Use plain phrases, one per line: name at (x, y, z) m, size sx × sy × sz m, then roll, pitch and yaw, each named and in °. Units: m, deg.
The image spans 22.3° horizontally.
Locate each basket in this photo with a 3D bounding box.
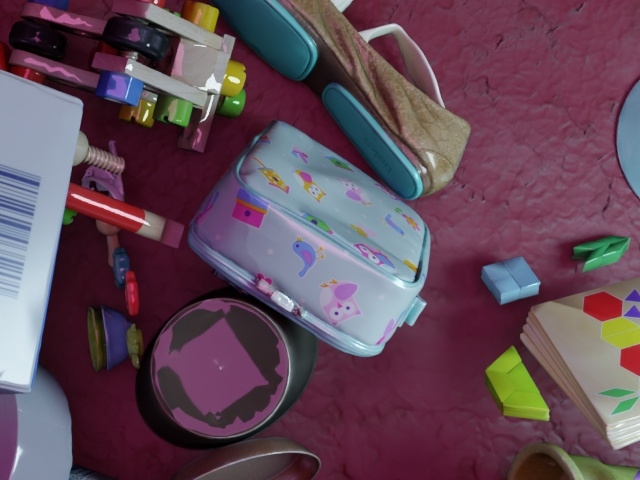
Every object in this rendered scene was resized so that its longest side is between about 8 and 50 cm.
basket at (-0.092, 0.121, 1.567) m, size 0.204 × 0.227 × 0.154 m, roll -34°, pitch 88°, yaw -5°

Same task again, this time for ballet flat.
ballet flat at (0.026, -0.196, 1.662) m, size 0.342 × 0.116 × 0.124 m, roll 45°, pitch 66°, yaw 1°

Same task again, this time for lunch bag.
lunch bag at (0.000, 0.000, 1.552) m, size 0.224 × 0.279 × 0.108 m, roll 36°, pitch 108°, yaw -3°

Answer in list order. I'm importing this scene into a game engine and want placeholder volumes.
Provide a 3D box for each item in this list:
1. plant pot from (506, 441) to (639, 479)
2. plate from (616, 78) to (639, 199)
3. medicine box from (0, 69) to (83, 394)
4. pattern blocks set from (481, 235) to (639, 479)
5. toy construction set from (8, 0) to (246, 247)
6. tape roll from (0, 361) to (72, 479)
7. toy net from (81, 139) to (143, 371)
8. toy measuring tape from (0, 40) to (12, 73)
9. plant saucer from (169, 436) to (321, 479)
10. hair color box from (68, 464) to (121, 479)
plant pot at (0.337, 0.326, 1.567) m, size 0.254 × 0.276 × 0.276 m, roll -2°, pitch 86°, yaw -13°
plate at (0.405, -0.107, 1.702) m, size 0.188 × 0.024 × 0.188 m, roll 0°, pitch 85°, yaw -1°
medicine box at (-0.365, -0.004, 1.429) m, size 0.149 × 0.289 × 0.263 m, roll 18°, pitch 74°, yaw -39°
pattern blocks set at (0.299, 0.116, 1.577) m, size 0.285 × 0.026 × 0.325 m, roll -8°, pitch 44°, yaw -8°
toy construction set at (-0.152, -0.131, 1.552) m, size 0.237 × 0.257 × 0.309 m, roll 22°, pitch 57°, yaw -35°
tape roll at (-0.333, 0.205, 1.520) m, size 0.219 × 0.072 × 0.219 m, roll -14°, pitch 65°, yaw 34°
toy net at (-0.214, 0.014, 1.624) m, size 0.045 × 0.122 × 0.232 m, roll -5°, pitch 87°, yaw -12°
toy measuring tape at (-0.343, -0.099, 1.654) m, size 0.121 × 0.121 × 0.330 m, roll -17°, pitch 109°, yaw -3°
plant saucer at (-0.083, 0.235, 1.598) m, size 0.168 × 0.168 × 0.029 m, roll -20°, pitch 66°, yaw -3°
hair color box at (-0.262, 0.400, 1.568) m, size 0.105 × 0.174 × 0.347 m, roll 19°, pitch 86°, yaw 1°
